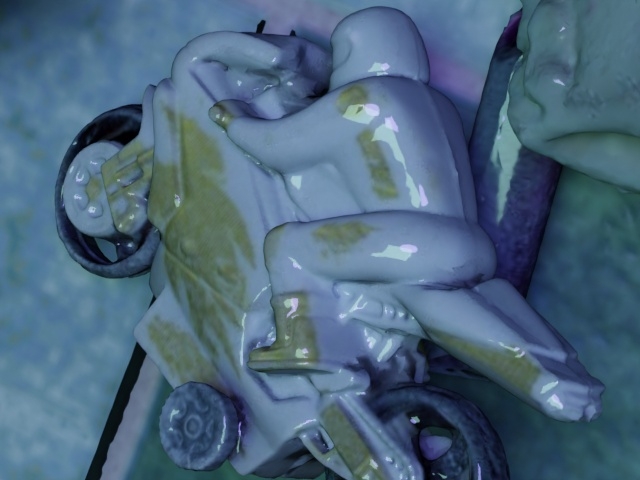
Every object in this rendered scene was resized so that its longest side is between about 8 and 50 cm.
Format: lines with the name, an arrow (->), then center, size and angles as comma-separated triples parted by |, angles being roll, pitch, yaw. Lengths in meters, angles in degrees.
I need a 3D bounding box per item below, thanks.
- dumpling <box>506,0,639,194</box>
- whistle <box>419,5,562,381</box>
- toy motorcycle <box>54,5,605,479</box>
dumpling -> 0.161, -0.077, 0.572 | 0.217, 0.105, 0.149 | 8, 99, 18
whistle -> 0.067, -0.038, 0.650 | 0.033, 0.033, 0.176 | 17, 101, 17
toy motorcycle -> 0.000, 0.000, 0.641 | 0.229, 0.074, 0.151 | 44, 108, 35
